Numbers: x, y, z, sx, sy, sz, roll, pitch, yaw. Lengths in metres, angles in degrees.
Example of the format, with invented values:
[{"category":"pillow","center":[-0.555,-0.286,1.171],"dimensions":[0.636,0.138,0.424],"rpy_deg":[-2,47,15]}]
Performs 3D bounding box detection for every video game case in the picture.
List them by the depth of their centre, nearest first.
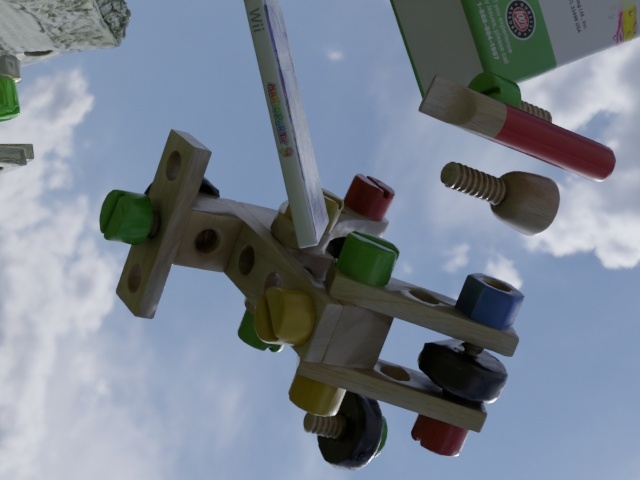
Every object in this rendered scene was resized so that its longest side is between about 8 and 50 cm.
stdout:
[{"category":"video game case","center":[-0.016,-0.062,0.608],"dimensions":[0.011,0.122,0.087],"rpy_deg":[-12,-172,6]}]

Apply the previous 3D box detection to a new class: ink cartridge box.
[{"category":"ink cartridge box","center":[0.195,-0.252,0.992],"dimensions":[0.278,0.201,0.117],"rpy_deg":[-22,-172,-22]}]

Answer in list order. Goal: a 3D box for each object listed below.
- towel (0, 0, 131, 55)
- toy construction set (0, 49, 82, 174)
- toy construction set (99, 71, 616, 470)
[{"category":"towel","center":[-0.156,-0.117,0.576],"dimensions":[0.148,0.110,0.027],"rpy_deg":[75,9,-83]},{"category":"toy construction set","center":[-0.241,-0.178,0.727],"dimensions":[0.215,0.328,0.151],"rpy_deg":[-12,-174,16]},{"category":"toy construction set","center":[0.000,0.000,0.771],"dimensions":[0.309,0.237,0.257],"rpy_deg":[-50,-144,34]}]
